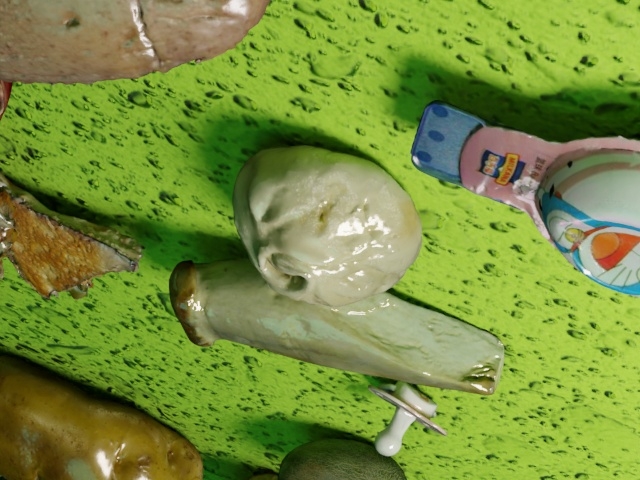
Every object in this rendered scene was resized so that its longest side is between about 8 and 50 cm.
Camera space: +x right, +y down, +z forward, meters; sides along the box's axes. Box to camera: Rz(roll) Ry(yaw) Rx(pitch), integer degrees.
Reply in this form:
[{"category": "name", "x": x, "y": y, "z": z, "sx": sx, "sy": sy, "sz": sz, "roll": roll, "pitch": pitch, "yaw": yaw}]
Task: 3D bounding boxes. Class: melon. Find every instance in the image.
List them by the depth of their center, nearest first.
[{"category": "melon", "x": 0.031, "y": 0.288, "z": 1.694, "sx": 0.167, "sy": 0.114, "sz": 0.114, "roll": 7, "pitch": 146, "yaw": 17}]

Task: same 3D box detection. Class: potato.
[{"category": "potato", "x": -0.331, "y": 0.263, "z": 1.875, "sx": 0.369, "sy": 0.176, "sz": 0.195, "roll": 27, "pitch": 176, "yaw": 2}]

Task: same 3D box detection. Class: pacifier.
[{"category": "pacifier", "x": 0.083, "y": 0.192, "z": 1.546, "sx": 0.099, "sy": 0.078, "sz": 0.081, "roll": 33, "pitch": 170, "yaw": -16}]

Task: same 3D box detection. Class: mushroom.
[{"category": "mushroom", "x": 0.010, "y": 0.079, "z": 1.414, "sx": 0.333, "sy": 0.087, "sz": 0.107, "roll": 11, "pitch": 151, "yaw": 15}]

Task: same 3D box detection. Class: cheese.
[{"category": "cheese", "x": 0.206, "y": -0.031, "z": 1.114, "sx": 0.286, "sy": 0.074, "sz": 0.189, "roll": 23, "pitch": 148, "yaw": 5}]

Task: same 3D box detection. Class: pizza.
[{"category": "pizza", "x": -0.256, "y": -0.002, "z": 1.506, "sx": 0.195, "sy": 0.052, "sz": 0.185, "roll": 10, "pitch": 140, "yaw": 31}]

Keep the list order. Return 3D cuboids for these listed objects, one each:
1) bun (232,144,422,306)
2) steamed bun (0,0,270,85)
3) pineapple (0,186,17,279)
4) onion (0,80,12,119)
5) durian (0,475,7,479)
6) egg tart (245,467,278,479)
[{"category": "bun", "x": 0.000, "y": 0.000, "z": 1.279, "sx": 0.183, "sy": 0.102, "sz": 0.183, "roll": 15, "pitch": 149, "yaw": 9}, {"category": "steamed bun", "x": -0.159, "y": -0.238, "z": 0.904, "sx": 0.301, "sy": 0.251, "sz": 0.199, "roll": 3, "pitch": 133, "yaw": 26}, {"category": "pineapple", "x": -0.392, "y": -0.031, "z": 1.406, "sx": 0.161, "sy": 0.158, "sz": 0.334, "roll": 28, "pitch": 144, "yaw": 28}, {"category": "onion", "x": -0.395, "y": -0.150, "z": 1.135, "sx": 0.341, "sy": 0.341, "sz": 0.341, "roll": 18, "pitch": 149, "yaw": 11}, {"category": "durian", "x": -0.414, "y": 0.356, "z": 2.116, "sx": 0.132, "sy": 0.106, "sz": 0.375, "roll": 40, "pitch": 145, "yaw": -28}, {"category": "egg tart", "x": -0.046, "y": 0.369, "z": 1.896, "sx": 0.213, "sy": 0.090, "sz": 0.212, "roll": 19, "pitch": 148, "yaw": 13}]
